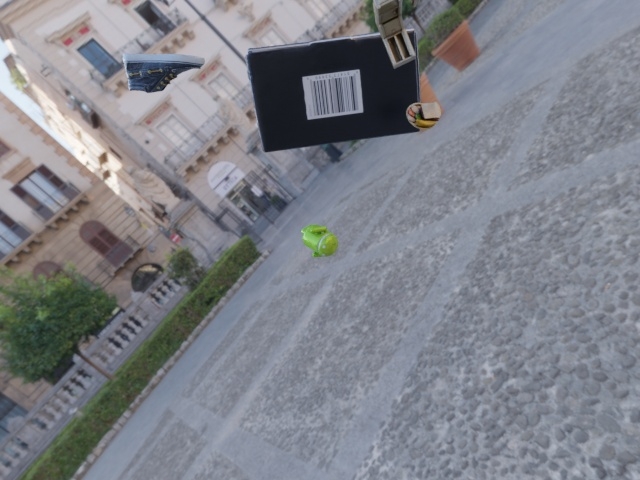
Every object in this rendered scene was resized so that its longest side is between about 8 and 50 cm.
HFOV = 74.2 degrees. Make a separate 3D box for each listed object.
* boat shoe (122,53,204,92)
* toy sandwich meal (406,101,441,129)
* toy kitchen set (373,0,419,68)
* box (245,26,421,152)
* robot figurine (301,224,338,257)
[{"bbox_3d":[-0.357,-0.387,0.980,0.184,0.083,0.065,0,22,0],"label":"boat shoe"},{"bbox_3d":[0.249,-0.304,1.017,0.085,0.086,0.029,-51,-4,-23],"label":"toy sandwich meal"},{"bbox_3d":[0.117,-0.291,0.567,0.068,0.075,0.083,-22,3,12],"label":"toy kitchen set"},{"bbox_3d":[0.036,-0.485,1.409,0.481,0.297,0.471,-8,19,0],"label":"box"},{"bbox_3d":[0.000,0.000,1.132,0.067,0.115,0.101,-32,-42,-32],"label":"robot figurine"}]
